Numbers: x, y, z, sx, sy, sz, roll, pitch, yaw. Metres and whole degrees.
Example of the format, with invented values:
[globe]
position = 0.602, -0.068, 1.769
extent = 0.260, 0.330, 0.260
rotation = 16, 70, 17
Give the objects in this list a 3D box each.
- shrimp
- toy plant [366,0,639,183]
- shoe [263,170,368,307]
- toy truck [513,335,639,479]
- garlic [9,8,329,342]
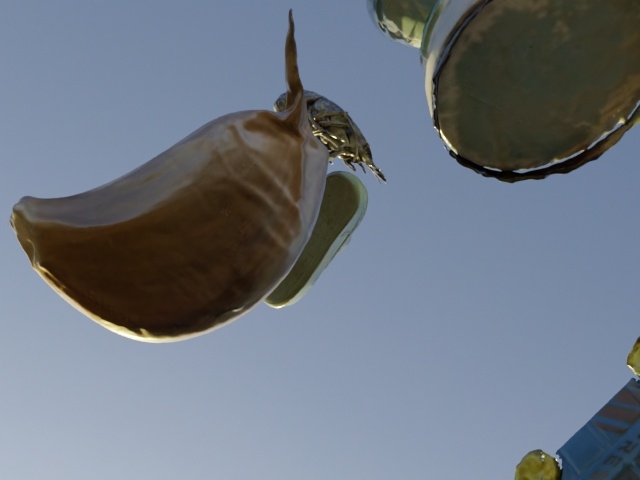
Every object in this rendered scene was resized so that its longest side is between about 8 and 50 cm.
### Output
[shrimp]
position = 0.015, -0.120, 1.093
extent = 0.165, 0.065, 0.056
rotation = 45, -21, 16
[toy plant]
position = 0.179, -0.247, 0.964
extent = 0.247, 0.332, 0.247
rotation = -7, -46, -8
[shoe]
position = 0.000, 0.000, 1.053
extent = 0.079, 0.078, 0.195
rotation = 54, -54, 26
[toy truck]
position = 0.360, 0.247, 1.006
extent = 0.385, 0.162, 0.161
rotation = -46, -59, 8
[garlic]
position = -0.064, -0.022, 0.533
extent = 0.198, 0.090, 0.128
rotation = -32, -62, 8
